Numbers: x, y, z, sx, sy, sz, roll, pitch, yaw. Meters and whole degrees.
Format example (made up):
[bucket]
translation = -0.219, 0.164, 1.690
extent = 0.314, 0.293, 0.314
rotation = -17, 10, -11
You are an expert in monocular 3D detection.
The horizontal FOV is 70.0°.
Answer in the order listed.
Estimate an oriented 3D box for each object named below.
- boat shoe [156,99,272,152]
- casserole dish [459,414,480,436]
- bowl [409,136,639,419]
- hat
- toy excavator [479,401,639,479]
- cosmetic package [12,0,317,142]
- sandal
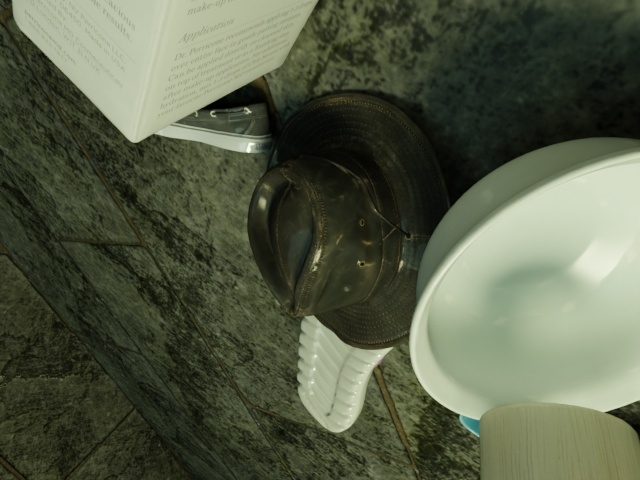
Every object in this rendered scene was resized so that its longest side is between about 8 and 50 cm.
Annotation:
[boat shoe]
translation = -0.164, -0.178, 0.627
extent = 0.228, 0.080, 0.076
rotation = 20, 119, 29
[casserole dish]
translation = 0.307, 0.293, 0.704
extent = 0.188, 0.037, 0.114
rotation = 30, 139, 13
[bowl]
translation = 0.212, 0.026, 0.414
extent = 0.298, 0.134, 0.298
rotation = -2, 127, -3
[hat]
translation = 0.000, 0.000, 0.543
extent = 0.331, 0.134, 0.331
rotation = 18, 118, 38
[toy excavator]
translation = 0.289, 0.352, 0.520
extent = 0.445, 0.222, 0.433
rotation = 21, 140, -9
[cosmetic package]
translation = -0.057, -0.293, 0.301
extent = 0.161, 0.230, 0.453
rotation = 46, 141, -2
[sandal]
translation = 0.053, 0.130, 0.714
extent = 0.169, 0.102, 0.416
rotation = 39, 130, 26
